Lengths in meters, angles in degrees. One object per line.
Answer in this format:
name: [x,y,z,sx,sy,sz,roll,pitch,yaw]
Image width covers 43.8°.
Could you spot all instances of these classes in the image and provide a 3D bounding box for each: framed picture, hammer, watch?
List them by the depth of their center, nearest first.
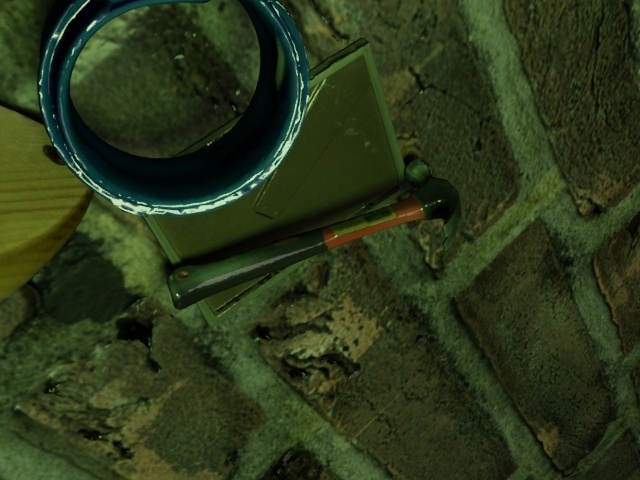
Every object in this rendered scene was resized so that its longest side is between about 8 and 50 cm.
watch: [-0.107,-0.118,0.507,0.196,0.171,0.200,-5,118,-6]
hammer: [0.000,0.000,0.723,0.287,0.111,0.033,-19,131,-16]
framed picture: [-0.034,-0.047,0.730,0.250,0.016,0.184,-36,135,-12]

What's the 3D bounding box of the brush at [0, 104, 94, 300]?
brush: [-0.267,0.001,0.496,0.166,0.174,0.266,-45,163,25]
